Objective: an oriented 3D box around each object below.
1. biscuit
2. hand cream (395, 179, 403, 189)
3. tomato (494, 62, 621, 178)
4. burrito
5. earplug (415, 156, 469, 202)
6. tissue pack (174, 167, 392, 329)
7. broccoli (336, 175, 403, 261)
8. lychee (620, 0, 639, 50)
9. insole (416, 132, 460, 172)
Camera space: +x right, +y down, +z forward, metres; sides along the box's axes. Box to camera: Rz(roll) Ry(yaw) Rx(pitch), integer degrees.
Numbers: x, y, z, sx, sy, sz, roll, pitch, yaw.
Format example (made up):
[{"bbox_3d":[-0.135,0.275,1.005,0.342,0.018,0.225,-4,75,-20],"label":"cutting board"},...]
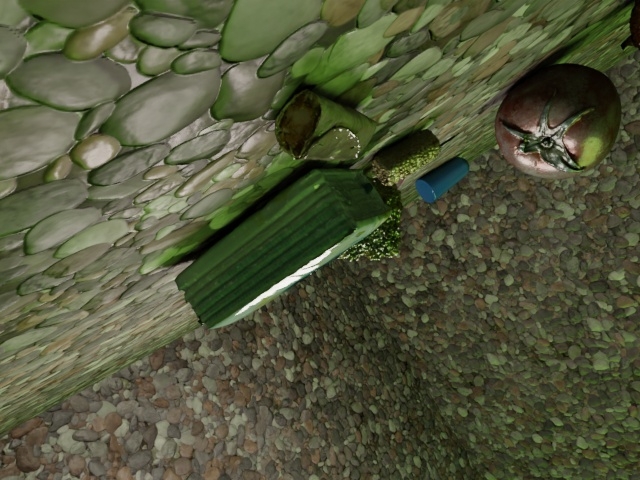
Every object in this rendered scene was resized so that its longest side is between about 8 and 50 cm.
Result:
[{"bbox_3d":[0.199,-0.197,1.046,0.169,0.082,0.070,-31,149,-12],"label":"biscuit"},{"bbox_3d":[0.293,-0.229,1.517,0.275,0.050,0.079,-45,-168,47],"label":"hand cream"},{"bbox_3d":[0.656,-0.327,1.250,0.282,0.316,0.317,-47,-176,-33],"label":"tomato"},{"bbox_3d":[0.018,-0.140,0.576,0.087,0.060,0.226,-40,171,27],"label":"burrito"},{"bbox_3d":[0.605,-0.308,2.159,0.273,0.132,0.132,-34,176,-15],"label":"earplug"},{"bbox_3d":[-0.068,0.009,0.939,0.388,0.162,0.287,-35,175,22],"label":"tissue pack"},{"bbox_3d":[0.150,-0.054,1.197,0.273,0.181,0.242,-34,143,-53],"label":"broccoli"},{"bbox_3d":[0.826,-0.527,1.041,0.200,0.200,0.238,-29,-177,-34],"label":"lychee"},{"bbox_3d":[0.397,-0.294,1.505,0.197,0.004,0.065,-42,172,1],"label":"insole"}]
